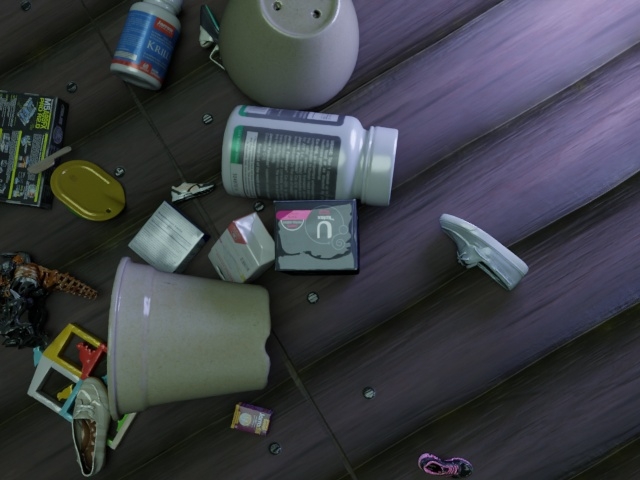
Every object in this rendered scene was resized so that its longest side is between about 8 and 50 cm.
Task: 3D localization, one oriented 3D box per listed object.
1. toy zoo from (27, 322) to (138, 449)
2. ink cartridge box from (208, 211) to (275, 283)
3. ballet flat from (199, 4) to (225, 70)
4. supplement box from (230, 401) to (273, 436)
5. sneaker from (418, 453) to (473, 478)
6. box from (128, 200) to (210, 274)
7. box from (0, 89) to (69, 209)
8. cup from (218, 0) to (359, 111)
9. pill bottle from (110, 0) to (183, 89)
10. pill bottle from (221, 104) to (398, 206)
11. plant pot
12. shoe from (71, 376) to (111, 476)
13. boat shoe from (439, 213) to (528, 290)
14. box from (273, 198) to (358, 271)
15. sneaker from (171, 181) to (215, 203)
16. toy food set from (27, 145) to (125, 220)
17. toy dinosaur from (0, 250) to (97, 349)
[{"bbox_3d":[-0.547,0.326,1.434,0.293,0.030,0.192,31,88,6],"label":"toy zoo"},{"bbox_3d":[-0.175,0.033,1.382,0.067,0.198,0.115,-26,82,-35],"label":"ink cartridge box"},{"bbox_3d":[-0.244,-0.467,1.464,0.074,0.074,0.203,-36,85,1],"label":"ballet flat"},{"bbox_3d":[-0.154,0.404,1.391,0.083,0.043,0.055,12,85,5],"label":"supplement box"},{"bbox_3d":[0.275,0.499,1.343,0.119,0.057,0.047,5,83,4],"label":"sneaker"},{"bbox_3d":[-0.348,0.001,1.427,0.126,0.072,0.137,39,90,7],"label":"box"},{"bbox_3d":[-0.742,-0.221,1.485,0.216,0.060,0.270,7,86,4],"label":"box"},{"bbox_3d":[-0.058,-0.474,1.335,0.331,0.237,0.331,1,86,-8],"label":"cup"},{"bbox_3d":[-0.402,-0.480,1.448,0.124,0.124,0.221,17,87,6],"label":"pill bottle"},{"bbox_3d":[-0.019,-0.178,1.352,0.361,0.204,0.204,8,86,5],"label":"pill bottle"},{"bbox_3d":[-0.264,0.204,1.295,0.305,0.334,0.334,2,85,-9],"label":"plant pot"},{"bbox_3d":[-0.514,0.417,1.378,0.076,0.058,0.219,-4,85,3],"label":"shoe"},{"bbox_3d":[0.350,0.029,1.367,0.227,0.079,0.081,36,84,3],"label":"boat shoe"},{"bbox_3d":[0.000,0.000,1.301,0.165,0.270,0.143,-1,85,4],"label":"box"},{"bbox_3d":[-0.303,-0.123,1.452,0.109,0.040,0.044,-16,77,0],"label":"sneaker"},{"bbox_3d":[-0.567,-0.117,1.461,0.218,0.071,0.128,39,56,0],"label":"toy food set"},{"bbox_3d":[-0.687,0.123,1.411,0.322,0.164,0.218,-9,65,24],"label":"toy dinosaur"}]
